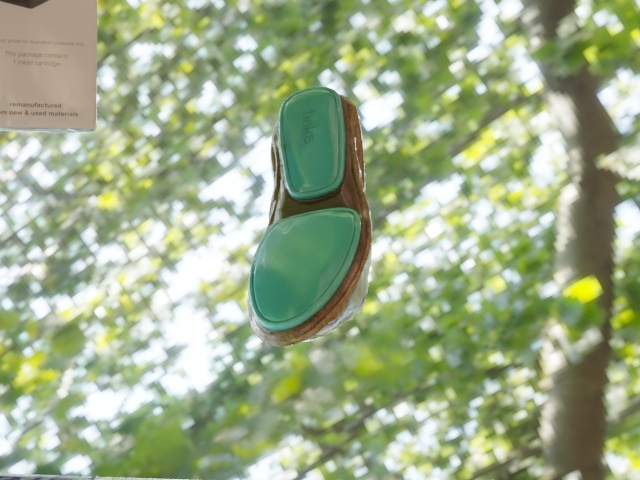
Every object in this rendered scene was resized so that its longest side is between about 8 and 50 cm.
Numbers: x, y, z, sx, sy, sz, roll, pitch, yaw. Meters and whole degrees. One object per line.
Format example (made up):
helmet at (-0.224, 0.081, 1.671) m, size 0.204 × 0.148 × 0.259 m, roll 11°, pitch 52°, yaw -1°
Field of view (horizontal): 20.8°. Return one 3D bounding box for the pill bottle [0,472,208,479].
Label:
pill bottle at (-0.048, 0.108, 0.353) m, size 0.123 × 0.219 × 0.123 m, roll 1°, pitch -90°, yaw -86°

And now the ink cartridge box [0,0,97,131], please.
ink cartridge box at (-0.306, -0.259, 1.670) m, size 0.129 × 0.223 × 0.307 m, roll 0°, pitch -86°, yaw -27°

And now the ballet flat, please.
ballet flat at (0.000, 0.000, 1.649) m, size 0.342 × 0.116 × 0.124 m, roll -90°, pitch -16°, yaw -47°
